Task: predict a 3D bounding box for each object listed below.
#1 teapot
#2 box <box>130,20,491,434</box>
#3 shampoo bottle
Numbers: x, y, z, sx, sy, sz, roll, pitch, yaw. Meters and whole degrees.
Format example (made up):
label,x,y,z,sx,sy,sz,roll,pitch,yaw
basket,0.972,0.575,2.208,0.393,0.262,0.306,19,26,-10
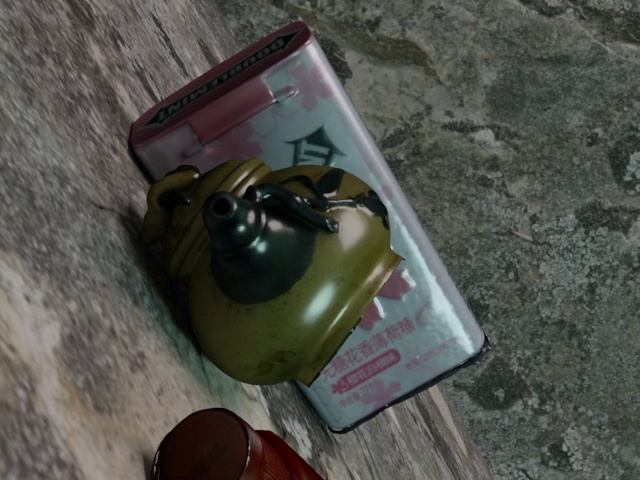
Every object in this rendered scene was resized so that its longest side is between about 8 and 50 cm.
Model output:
label,x,y,z,sx,sy,sz,roll,pitch,yaw
teapot,-0.046,0.009,0.736,0.182,0.173,0.269,36,-5,3
box,0.000,0.000,0.929,0.370,0.190,0.112,59,7,-26
shampoo bottle,-0.008,0.184,0.586,0.260,0.064,0.102,54,13,-44
